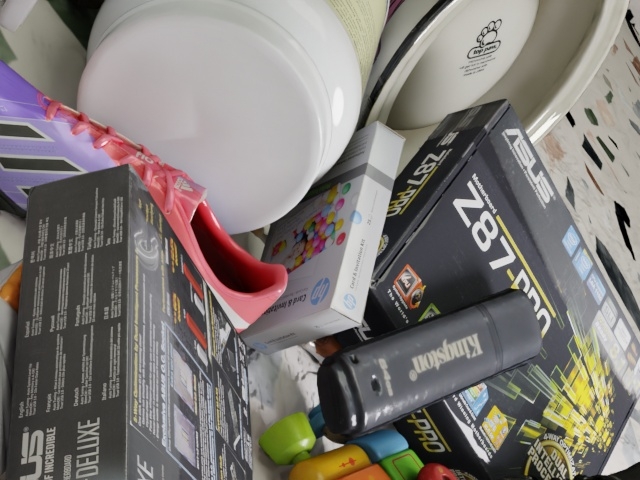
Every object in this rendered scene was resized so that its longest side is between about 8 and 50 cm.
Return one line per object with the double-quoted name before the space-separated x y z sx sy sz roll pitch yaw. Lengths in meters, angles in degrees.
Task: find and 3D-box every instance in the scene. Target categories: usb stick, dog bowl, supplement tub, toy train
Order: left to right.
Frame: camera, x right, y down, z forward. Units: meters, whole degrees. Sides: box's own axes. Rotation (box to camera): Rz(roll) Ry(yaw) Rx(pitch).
"supplement tub" -0.069 -0.175 1.013 0.235 0.235 0.325 50 29 -22
"toy train" -0.003 0.205 0.936 0.248 0.105 0.143 -6 54 -54
"usb stick" 0.106 0.106 1.019 0.278 0.045 0.077 -14 95 -43
"dog bowl" 0.161 -0.224 1.315 0.150 0.408 0.408 50 20 27

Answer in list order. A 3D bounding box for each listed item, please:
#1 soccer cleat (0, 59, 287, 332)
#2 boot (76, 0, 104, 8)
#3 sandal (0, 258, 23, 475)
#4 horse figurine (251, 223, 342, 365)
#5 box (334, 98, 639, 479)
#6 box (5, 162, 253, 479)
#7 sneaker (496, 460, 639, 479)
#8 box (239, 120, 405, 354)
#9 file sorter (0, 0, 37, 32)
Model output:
"soccer cleat" -0.157 -0.041 0.860 0.318 0.116 0.108 48 30 -25
"boot" -0.239 -0.257 1.017 0.118 0.042 0.087 27 36 -48
"sandal" -0.208 0.074 0.693 0.265 0.076 0.102 -62 138 -75
"horse figurine" 0.007 0.000 1.168 0.174 0.066 0.263 45 33 -14
"box" 0.187 0.101 1.197 0.395 0.097 0.318 58 47 -21
"box" -0.108 0.145 0.716 0.242 0.076 0.307 65 15 -53
"sneaker" 0.226 0.267 1.070 0.124 0.283 0.107 63 -14 -14
"box" 0.000 0.000 1.004 0.038 0.145 0.186 28 60 -27
"file sorter" -0.220 -0.339 0.827 0.173 0.278 0.193 28 40 -24
